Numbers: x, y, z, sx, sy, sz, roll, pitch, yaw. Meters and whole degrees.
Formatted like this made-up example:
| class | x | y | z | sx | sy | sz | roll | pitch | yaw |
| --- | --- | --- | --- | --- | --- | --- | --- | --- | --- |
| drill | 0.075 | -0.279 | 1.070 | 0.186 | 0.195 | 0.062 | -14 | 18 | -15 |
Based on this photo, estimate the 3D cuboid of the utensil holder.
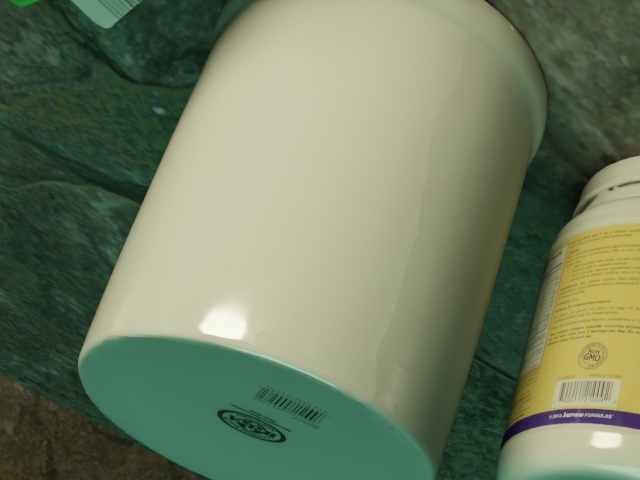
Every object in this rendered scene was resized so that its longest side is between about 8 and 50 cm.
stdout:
| class | x | y | z | sx | sy | sz | roll | pitch | yaw |
| --- | --- | --- | --- | --- | --- | --- | --- | --- | --- |
| utensil holder | 0.000 | 0.000 | 1.051 | 0.327 | 0.385 | 0.327 | 15 | 150 | 9 |

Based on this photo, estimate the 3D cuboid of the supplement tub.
| class | x | y | z | sx | sy | sz | roll | pitch | yaw |
| --- | --- | --- | --- | --- | --- | --- | --- | --- | --- |
| supplement tub | 0.309 | 0.110 | 1.100 | 0.241 | 0.331 | 0.241 | 15 | 149 | 9 |

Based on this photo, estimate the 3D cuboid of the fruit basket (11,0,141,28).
| class | x | y | z | sx | sy | sz | roll | pitch | yaw |
| --- | --- | --- | --- | --- | --- | --- | --- | --- | --- |
| fruit basket | -0.184 | -0.345 | 0.874 | 0.327 | 0.165 | 0.353 | 36 | 130 | -26 |
